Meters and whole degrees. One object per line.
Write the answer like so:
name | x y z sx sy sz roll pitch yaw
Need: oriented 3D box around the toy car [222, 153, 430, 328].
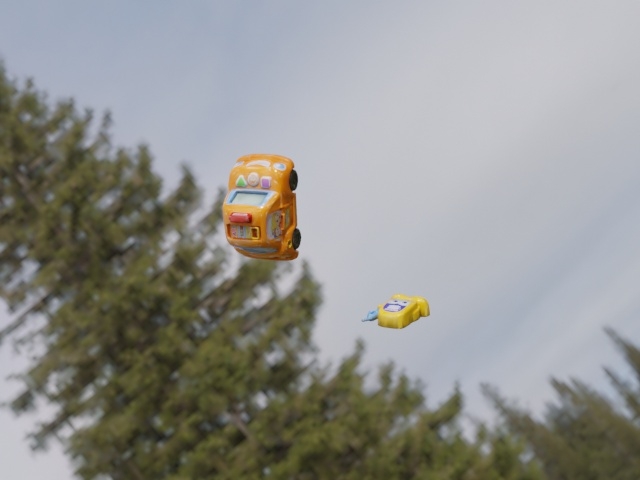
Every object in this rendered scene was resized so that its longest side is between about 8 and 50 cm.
toy car | 0.000 0.000 0.720 0.040 0.122 0.060 -30 -41 -61
